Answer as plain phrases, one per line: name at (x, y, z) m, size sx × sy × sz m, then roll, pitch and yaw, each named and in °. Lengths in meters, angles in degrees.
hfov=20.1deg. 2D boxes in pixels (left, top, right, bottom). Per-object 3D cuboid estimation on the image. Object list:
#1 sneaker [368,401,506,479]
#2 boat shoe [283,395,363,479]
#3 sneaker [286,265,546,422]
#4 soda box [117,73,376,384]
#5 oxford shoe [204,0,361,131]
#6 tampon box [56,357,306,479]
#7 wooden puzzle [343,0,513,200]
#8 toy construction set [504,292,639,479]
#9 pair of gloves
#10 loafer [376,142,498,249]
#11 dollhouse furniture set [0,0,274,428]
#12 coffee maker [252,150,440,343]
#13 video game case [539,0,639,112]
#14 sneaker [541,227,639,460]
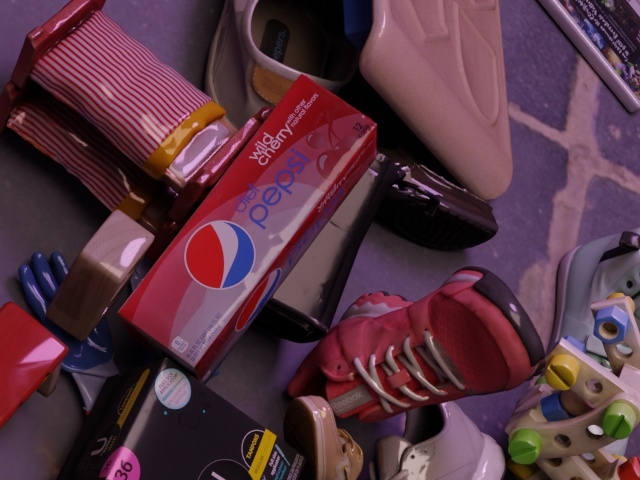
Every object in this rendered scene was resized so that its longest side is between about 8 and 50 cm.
sneaker at (0.073, 0.245, 1.624) m, size 0.121 × 0.099 × 0.262 m, roll 53°, pitch 42°, yaw -25°
boat shoe at (0.008, 0.192, 1.585) m, size 0.059 × 0.170 × 0.063 m, roll -23°, pitch 47°, yaw -20°
sneaker at (0.077, 0.114, 1.576) m, size 0.136 × 0.314 × 0.116 m, roll -36°, pitch 99°, yaw -27°
soda box at (-0.059, -0.008, 1.544) m, size 0.083 × 0.092 × 0.263 m, roll 34°, pitch 78°, yaw 11°
oxford shoe at (-0.019, -0.295, 1.802) m, size 0.169 × 0.130 × 0.449 m, roll 19°, pitch 59°, yaw -22°
tampon box at (-0.118, 0.196, 1.520) m, size 0.161 × 0.101 × 0.120 m, roll 37°, pitch 58°, yaw -23°
wooden puzzle at (0.101, -0.251, 1.814) m, size 0.322 × 0.080 × 0.348 m, roll 41°, pitch 45°, yaw -53°
toy construction set at (0.301, 0.229, 1.700) m, size 0.328 × 0.215 × 0.151 m, roll 53°, pitch 32°, yaw 6°
pair of gloves at (-0.180, 0.071, 1.604) m, size 0.198 × 0.023 × 0.159 m, roll -17°, pitch 77°, yaw -37°
loafer at (0.084, -0.060, 1.789) m, size 0.220 × 0.080 × 0.078 m, roll 24°, pitch 59°, yaw -21°
dollhouse furniture set at (-0.230, -0.027, 1.510) m, size 0.201 × 0.152 × 0.374 m, roll 38°, pitch 52°, yaw 1°
coffee maker at (0.000, 0.000, 1.649) m, size 0.171 × 0.120 × 0.178 m, roll 20°, pitch 74°, yaw 9°
video game case at (0.343, -0.264, 2.080) m, size 0.190 × 0.022 × 0.173 m, roll 50°, pitch 52°, yaw -4°
sneaker at (0.303, 0.101, 1.810) m, size 0.094 × 0.151 × 0.256 m, roll 17°, pitch 62°, yaw -27°
